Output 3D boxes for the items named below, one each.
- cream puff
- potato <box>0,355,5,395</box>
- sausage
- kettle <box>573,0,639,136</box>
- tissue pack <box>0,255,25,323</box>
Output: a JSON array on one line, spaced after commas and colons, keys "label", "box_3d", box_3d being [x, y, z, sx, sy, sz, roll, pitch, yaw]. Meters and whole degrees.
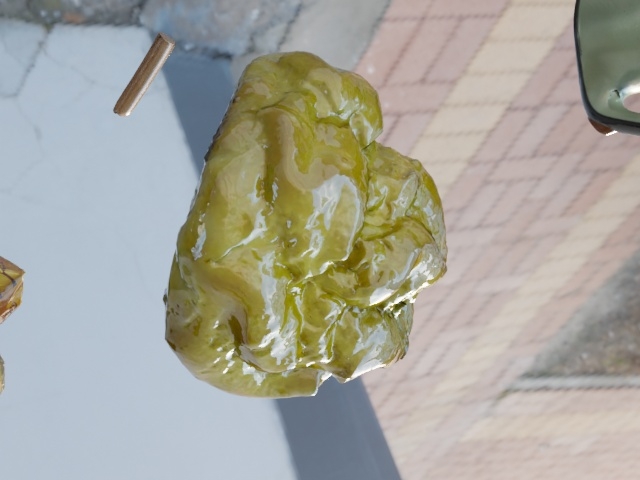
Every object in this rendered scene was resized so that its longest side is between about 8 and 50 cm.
[{"label": "cream puff", "box_3d": [0.001, -0.001, 1.162, 0.257, 0.291, 0.324, 19, 100, -6]}, {"label": "potato", "box_3d": [-0.576, 0.219, 1.872, 0.229, 0.266, 0.229, 11, 127, 15]}, {"label": "sausage", "box_3d": [-0.218, -0.202, 1.514, 0.026, 0.026, 0.116, 19, 111, -51]}, {"label": "kettle", "box_3d": [0.410, -0.220, 1.355, 0.255, 0.240, 0.165, 1, 161, 36]}, {"label": "tissue pack", "box_3d": [-0.524, 0.084, 1.619, 0.226, 0.183, 0.092, -52, 164, -56]}]
